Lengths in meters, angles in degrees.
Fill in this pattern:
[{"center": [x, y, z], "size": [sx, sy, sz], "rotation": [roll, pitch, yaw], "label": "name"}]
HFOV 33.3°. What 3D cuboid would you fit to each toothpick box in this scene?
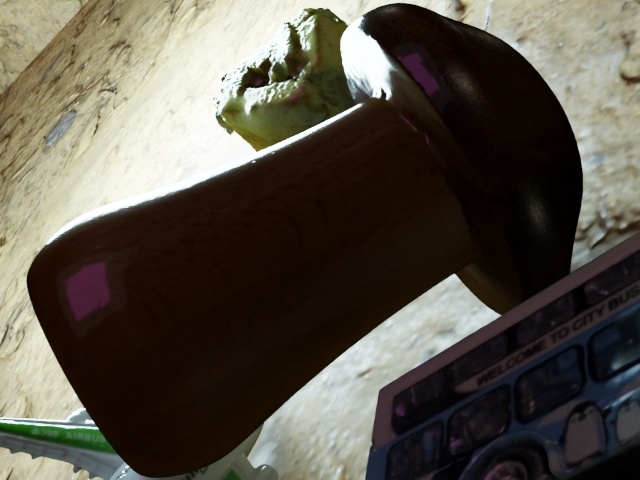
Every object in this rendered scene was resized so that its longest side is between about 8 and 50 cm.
[{"center": [0.000, 0.000, 0.595], "size": [0.294, 0.192, 0.192], "rotation": [-31, 26, -5], "label": "toothpick box"}]

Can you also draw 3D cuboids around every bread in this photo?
[{"center": [-0.020, -0.121, 0.963], "size": [0.156, 0.103, 0.110], "rotation": [-47, 37, 21], "label": "bread"}]

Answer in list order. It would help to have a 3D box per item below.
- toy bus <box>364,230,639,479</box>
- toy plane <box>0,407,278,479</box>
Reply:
[{"center": [0.149, 0.066, 0.435], "size": [0.297, 0.106, 0.131], "rotation": [-36, 26, 30], "label": "toy bus"}, {"center": [-0.098, 0.156, 0.669], "size": [0.255, 0.251, 0.101], "rotation": [-40, -31, -62], "label": "toy plane"}]
